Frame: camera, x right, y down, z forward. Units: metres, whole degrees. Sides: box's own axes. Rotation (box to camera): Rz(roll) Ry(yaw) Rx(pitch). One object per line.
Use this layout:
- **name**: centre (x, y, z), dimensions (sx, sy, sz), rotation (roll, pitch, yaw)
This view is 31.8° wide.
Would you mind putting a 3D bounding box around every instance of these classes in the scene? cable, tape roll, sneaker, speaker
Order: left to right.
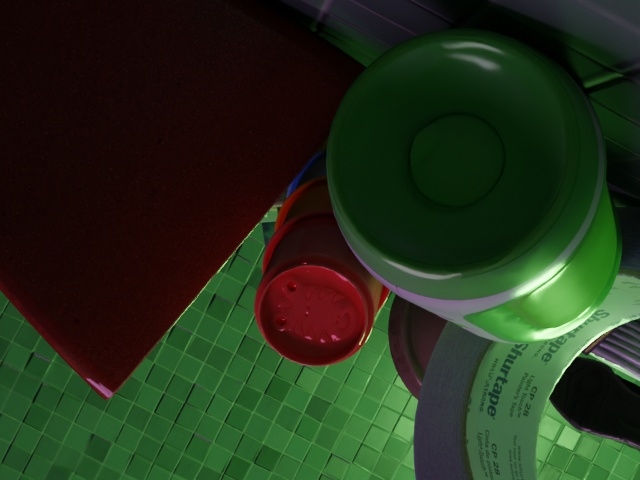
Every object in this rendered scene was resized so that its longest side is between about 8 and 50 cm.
- **speaker**: centre (0.095, -0.014, 0.603), dimensions (0.131, 0.131, 0.296), rotation (27, 179, 19)
- **tape roll**: centre (0.193, 0.120, 0.733), dimensions (0.090, 0.275, 0.275), rotation (27, 180, -39)
- **sneaker**: centre (0.380, 0.217, 1.357), dimensions (0.227, 0.087, 0.130), rotation (22, 171, 35)
- **cable**: centre (0.430, 0.144, 1.393), dimensions (0.257, 0.089, 0.257), rotation (27, 180, 24)

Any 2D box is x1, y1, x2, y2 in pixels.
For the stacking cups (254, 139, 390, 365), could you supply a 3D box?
- **stacking cups**: centre (0.022, -0.013, 0.720), dimensions (0.096, 0.096, 0.316), rotation (27, -160, -6)

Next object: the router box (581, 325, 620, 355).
- **router box**: centre (0.292, 0.072, 1.267), dimensions (0.092, 0.038, 0.122), rotation (28, 148, 1)

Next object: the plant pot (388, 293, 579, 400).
- **plant pot**: centre (0.254, 0.120, 1.585), dimensions (0.263, 0.263, 0.229), rotation (27, 162, -11)

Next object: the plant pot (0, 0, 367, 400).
- **plant pot**: centre (-0.157, -0.085, 0.802), dimensions (0.235, 0.267, 0.267), rotation (40, 177, -11)

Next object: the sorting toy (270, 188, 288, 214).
- **sorting toy**: centre (-0.012, -0.038, 1.174), dimensions (0.307, 0.041, 0.229), rotation (-2, 180, 2)

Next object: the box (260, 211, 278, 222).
- **box**: centre (-0.198, -0.108, 1.422), dimensions (0.318, 0.097, 0.395), rotation (18, -167, 29)

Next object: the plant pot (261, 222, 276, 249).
- **plant pot**: centre (0.000, 0.000, 1.956), dimensions (0.195, 0.290, 0.290), rotation (-9, -179, -2)
